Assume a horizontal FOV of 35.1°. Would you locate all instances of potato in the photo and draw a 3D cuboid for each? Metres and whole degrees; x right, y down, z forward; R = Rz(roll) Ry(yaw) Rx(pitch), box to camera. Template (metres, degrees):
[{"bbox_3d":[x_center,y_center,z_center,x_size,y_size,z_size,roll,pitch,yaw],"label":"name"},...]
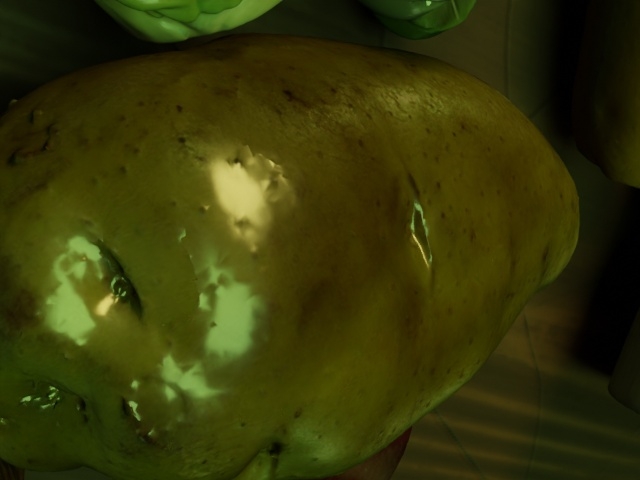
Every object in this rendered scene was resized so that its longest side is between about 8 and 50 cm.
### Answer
[{"bbox_3d":[0.000,0.000,0.495,0.369,0.195,0.176,-16,145,-41],"label":"potato"}]

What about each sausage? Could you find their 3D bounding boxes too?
[{"bbox_3d":[0.229,-0.190,0.621,0.112,0.112,0.328,-11,122,-29],"label":"sausage"}]

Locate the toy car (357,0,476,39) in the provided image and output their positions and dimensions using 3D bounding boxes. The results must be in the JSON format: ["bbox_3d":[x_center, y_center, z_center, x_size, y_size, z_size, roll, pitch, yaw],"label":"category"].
[{"bbox_3d":[0.069,-0.244,0.528,0.235,0.145,0.235,1,87,-21],"label":"toy car"}]

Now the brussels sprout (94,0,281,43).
[{"bbox_3d":[-0.063,-0.186,0.445,0.161,0.144,0.180,-39,124,-18],"label":"brussels sprout"}]

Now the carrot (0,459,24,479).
[{"bbox_3d":[-0.166,0.116,0.464,0.072,0.205,0.072,0,85,-4],"label":"carrot"}]

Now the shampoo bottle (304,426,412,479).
[{"bbox_3d":[-0.057,0.078,0.584,0.260,0.064,0.102,34,83,-35],"label":"shampoo bottle"}]

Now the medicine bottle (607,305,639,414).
[{"bbox_3d":[0.366,-0.029,0.717,0.224,0.224,0.384,20,94,-35],"label":"medicine bottle"}]
